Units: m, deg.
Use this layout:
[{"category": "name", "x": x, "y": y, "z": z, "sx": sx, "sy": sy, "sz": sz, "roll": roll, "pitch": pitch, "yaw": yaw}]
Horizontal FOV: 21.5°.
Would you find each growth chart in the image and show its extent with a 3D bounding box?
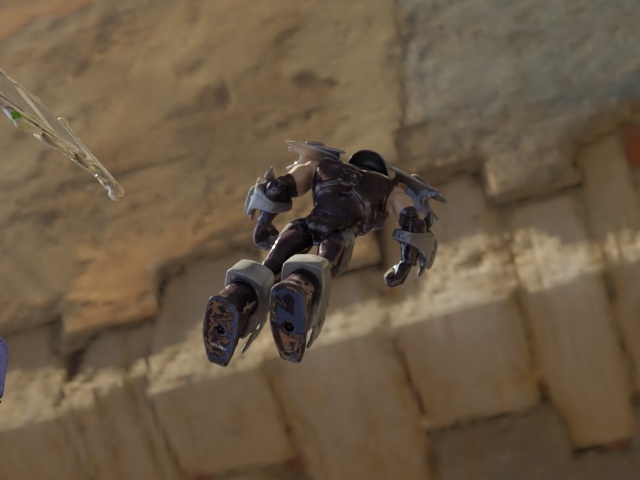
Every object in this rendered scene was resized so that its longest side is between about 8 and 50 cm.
[{"category": "growth chart", "x": -0.300, "y": -0.133, "z": 1.706, "sx": 0.237, "sy": 0.021, "sz": 0.172, "roll": 39, "pitch": -173, "yaw": -41}]

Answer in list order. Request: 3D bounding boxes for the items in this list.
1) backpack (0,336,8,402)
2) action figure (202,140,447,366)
[{"category": "backpack", "x": -0.445, "y": 0.148, "z": 2.002, "sx": 0.101, "sy": 0.120, "sz": 0.098, "roll": 55, "pitch": -156, "yaw": -37}, {"category": "action figure", "x": 0.000, "y": 0.000, "z": 1.519, "sx": 0.285, "sy": 0.185, "sz": 0.099, "roll": -50, "pitch": -38, "yaw": -47}]
